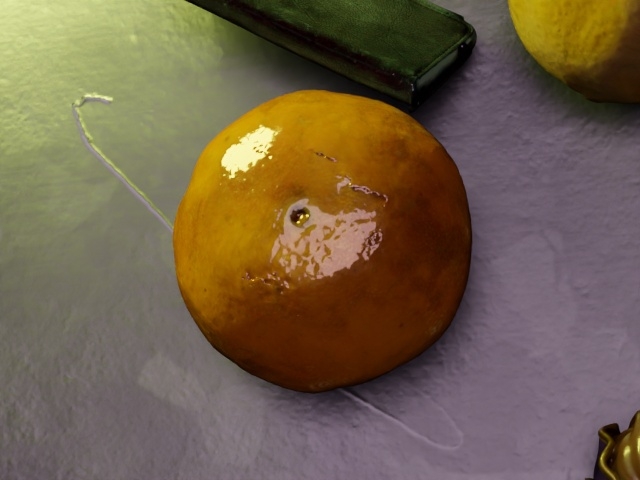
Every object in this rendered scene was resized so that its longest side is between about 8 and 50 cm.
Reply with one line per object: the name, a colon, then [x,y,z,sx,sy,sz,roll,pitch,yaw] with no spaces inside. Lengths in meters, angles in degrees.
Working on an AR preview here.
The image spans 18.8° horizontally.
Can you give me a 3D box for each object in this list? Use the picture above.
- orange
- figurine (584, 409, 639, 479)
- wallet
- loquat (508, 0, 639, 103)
orange: [0.000,0.000,1.790,0.283,0.226,0.284,-3,74,9]
figurine: [0.365,0.193,1.737,0.263,0.189,0.142,-22,96,8]
wallet: [-0.011,-0.233,1.884,0.318,0.045,0.172,27,39,15]
loquat: [0.288,-0.247,1.821,0.238,0.193,0.238,10,107,37]
